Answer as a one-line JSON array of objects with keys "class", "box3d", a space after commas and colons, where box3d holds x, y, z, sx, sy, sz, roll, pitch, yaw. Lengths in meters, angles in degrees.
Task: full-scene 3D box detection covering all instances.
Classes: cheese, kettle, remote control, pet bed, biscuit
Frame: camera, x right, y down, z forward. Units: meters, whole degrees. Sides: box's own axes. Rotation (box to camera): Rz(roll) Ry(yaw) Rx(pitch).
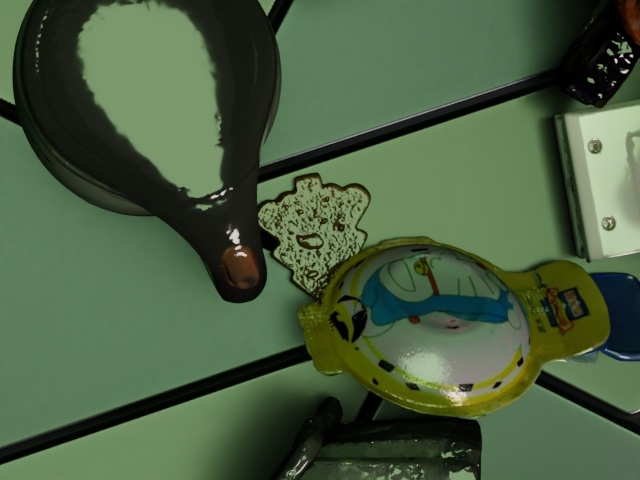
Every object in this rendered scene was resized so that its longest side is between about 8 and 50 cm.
[{"class": "cheese", "box3d": [0.109, 0.052, 1.208, 0.250, 0.064, 0.156, -3, 48, -19]}, {"class": "kettle", "box3d": [-0.091, -0.072, 1.110, 0.165, 0.255, 0.240, -26, 93, -7]}, {"class": "remote control", "box3d": [0.304, -0.060, 1.247, 0.277, 0.055, 0.103, -10, 92, -4]}, {"class": "pet bed", "box3d": [0.020, 0.198, 1.147, 0.159, 0.211, 0.183, 2, 92, 4]}, {"class": "biscuit", "box3d": [0.000, 0.000, 1.238, 0.082, 0.016, 0.092, -14, 93, -10]}]

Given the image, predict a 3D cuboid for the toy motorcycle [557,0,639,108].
[{"class": "toy motorcycle", "box3d": [0.273, -0.272, 1.161, 0.134, 0.207, 0.401, 30, 80, -8]}]
